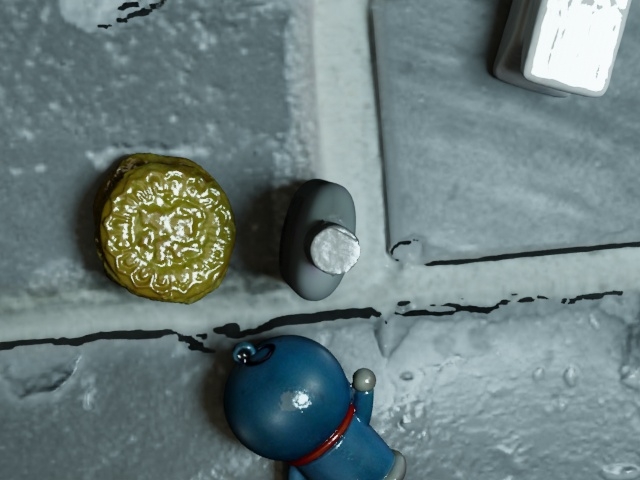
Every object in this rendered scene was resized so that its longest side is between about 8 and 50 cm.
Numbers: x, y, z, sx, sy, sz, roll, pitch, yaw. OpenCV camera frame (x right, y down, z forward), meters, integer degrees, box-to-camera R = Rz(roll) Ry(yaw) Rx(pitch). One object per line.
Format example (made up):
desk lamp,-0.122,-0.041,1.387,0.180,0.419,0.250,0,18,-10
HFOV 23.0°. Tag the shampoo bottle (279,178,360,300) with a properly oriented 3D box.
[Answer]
shampoo bottle,0.000,0.000,1.038,0.040,0.165,0.080,14,92,-8

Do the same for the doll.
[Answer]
doll,-0.009,0.124,1.091,0.114,0.085,0.152,-41,108,8

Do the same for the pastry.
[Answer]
pastry,-0.108,-0.008,1.079,0.097,0.057,0.109,-23,97,-7

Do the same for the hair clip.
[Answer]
hair clip,0.196,-0.263,1.084,0.085,0.101,0.330,16,94,-12
